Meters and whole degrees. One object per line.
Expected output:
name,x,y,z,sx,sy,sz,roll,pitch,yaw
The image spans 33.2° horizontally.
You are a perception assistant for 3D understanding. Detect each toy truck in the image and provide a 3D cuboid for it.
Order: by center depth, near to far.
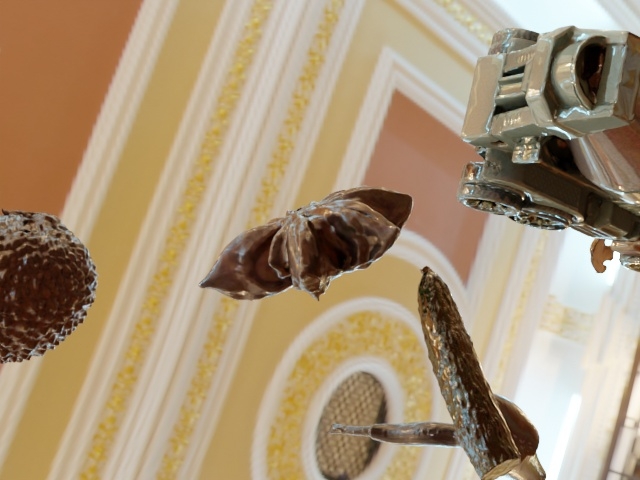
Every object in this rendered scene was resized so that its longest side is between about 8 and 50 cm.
toy truck,0.194,-0.053,0.652,0.256,0.140,0.108,21,-102,-33

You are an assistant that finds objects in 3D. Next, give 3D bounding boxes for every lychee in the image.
lychee,-0.351,0.056,1.241,0.188,0.188,0.188,-10,-76,-43

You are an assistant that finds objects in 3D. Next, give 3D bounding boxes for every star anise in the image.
star anise,-0.012,0.009,1.430,0.315,0.315,0.108,-34,-73,-36

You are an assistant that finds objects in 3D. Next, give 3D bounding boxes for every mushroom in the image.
mushroom,0.531,0.022,2.027,0.049,0.019,0.101,-9,-53,-6

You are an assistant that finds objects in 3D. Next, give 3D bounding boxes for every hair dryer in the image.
hair dryer,0.186,0.325,1.746,0.304,0.359,0.120,50,-134,-54

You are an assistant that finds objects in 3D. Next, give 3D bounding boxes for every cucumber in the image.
cucumber,0.178,0.165,1.388,0.067,0.067,0.294,13,-132,-45
